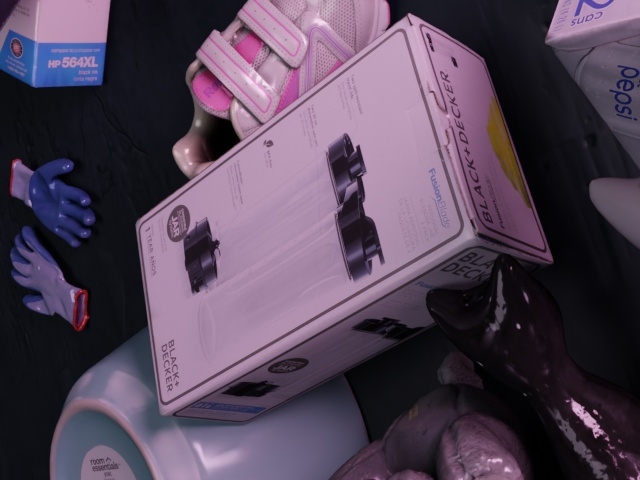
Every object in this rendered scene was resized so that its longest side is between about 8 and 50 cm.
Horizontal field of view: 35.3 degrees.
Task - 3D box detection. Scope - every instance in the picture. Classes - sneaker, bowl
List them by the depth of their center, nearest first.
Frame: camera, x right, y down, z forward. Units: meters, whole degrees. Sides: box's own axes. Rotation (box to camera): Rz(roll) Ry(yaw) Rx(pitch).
[{"bbox_3d":[-0.036,-0.128,0.756,0.103,0.111,0.252,42,124,32],"label":"sneaker"},{"bbox_3d":[-0.117,0.205,0.867,0.311,0.163,0.312,11,105,43],"label":"bowl"}]

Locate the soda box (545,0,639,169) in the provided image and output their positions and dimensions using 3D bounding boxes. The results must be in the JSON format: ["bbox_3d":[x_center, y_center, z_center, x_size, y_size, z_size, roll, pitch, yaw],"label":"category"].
[{"bbox_3d":[0.189,-0.162,0.418,0.091,0.098,0.286,-8,49,46],"label":"soda box"}]

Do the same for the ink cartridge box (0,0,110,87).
[{"bbox_3d":[-0.277,-0.269,0.993,0.148,0.086,0.203,30,117,39],"label":"ink cartridge box"}]

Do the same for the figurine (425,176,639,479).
[{"bbox_3d":[0.185,0.064,0.535,0.209,0.092,0.215,49,131,0],"label":"figurine"}]

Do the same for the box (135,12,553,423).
[{"bbox_3d":[0.000,0.000,0.698,0.290,0.087,0.169,-34,56,33],"label":"box"}]

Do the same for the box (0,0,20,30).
[{"bbox_3d":[-0.327,-0.381,0.851,0.312,0.179,0.343,24,81,41],"label":"box"}]

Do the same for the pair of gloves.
[{"bbox_3d":[-0.299,-0.003,1.112,0.159,0.023,0.198,28,117,37],"label":"pair of gloves"}]

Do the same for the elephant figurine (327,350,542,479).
[{"bbox_3d":[0.117,0.226,0.650,0.239,0.186,0.169,52,172,-7],"label":"elephant figurine"}]
